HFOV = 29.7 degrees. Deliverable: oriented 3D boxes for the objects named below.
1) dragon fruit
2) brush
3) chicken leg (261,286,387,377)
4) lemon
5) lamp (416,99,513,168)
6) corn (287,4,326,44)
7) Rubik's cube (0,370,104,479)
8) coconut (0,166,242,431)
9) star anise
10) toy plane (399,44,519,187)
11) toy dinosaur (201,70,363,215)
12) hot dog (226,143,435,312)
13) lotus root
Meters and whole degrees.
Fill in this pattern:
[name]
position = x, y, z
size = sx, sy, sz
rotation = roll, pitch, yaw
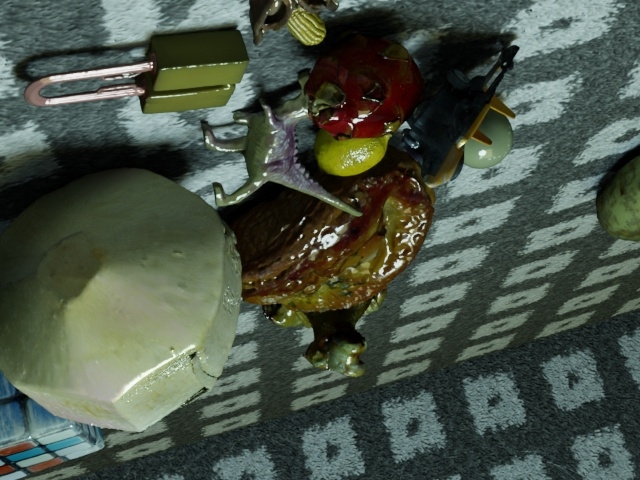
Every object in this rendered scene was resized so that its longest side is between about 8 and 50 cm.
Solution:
[dragon fruit]
position = 0.068, -0.181, 1.434
size = 0.125, 0.125, 0.246
rotation = -7, 179, 25
[brush]
position = -0.201, -0.174, 1.289
size = 0.233, 0.047, 0.103
rotation = -9, 160, -23
[chicken leg]
position = -0.001, 0.108, 2.015
size = 0.211, 0.140, 0.361
rotation = -10, -161, 16
[lemon]
position = 0.044, -0.129, 1.604
size = 0.110, 0.082, 0.082
rotation = -23, 162, 16
[lamp]
position = 0.196, -0.158, 1.681
size = 0.163, 0.091, 0.091
rotation = 20, 141, -38
[corn]
position = -0.020, -0.237, 1.288
size = 0.037, 0.037, 0.092
rotation = -21, 163, 9
[Rubik's cube]
position = -0.497, 0.220, 1.833
size = 0.256, 0.259, 0.253
rotation = -16, 160, -6
[coconut]
position = -0.263, 0.071, 1.532
size = 0.352, 0.353, 0.352
rotation = -16, 162, -5
[star anise]
position = -0.022, -0.272, 1.154
size = 0.171, 0.063, 0.208
rotation = -26, 158, 10
[toy plane]
position = 0.150, -0.133, 1.466
size = 0.204, 0.103, 0.316
rotation = -49, 176, 29
[toy dinosaur]
position = -0.044, -0.098, 1.521
size = 0.199, 0.072, 0.251
rotation = -14, 124, -9
[hot dog]
position = 0.000, 0.000, 1.790
size = 0.387, 0.174, 0.267
rotation = -30, 157, 36
[lotus root]
position = 0.594, -0.082, 2.181
size = 0.173, 0.173, 0.309
rotation = -14, 169, -13
